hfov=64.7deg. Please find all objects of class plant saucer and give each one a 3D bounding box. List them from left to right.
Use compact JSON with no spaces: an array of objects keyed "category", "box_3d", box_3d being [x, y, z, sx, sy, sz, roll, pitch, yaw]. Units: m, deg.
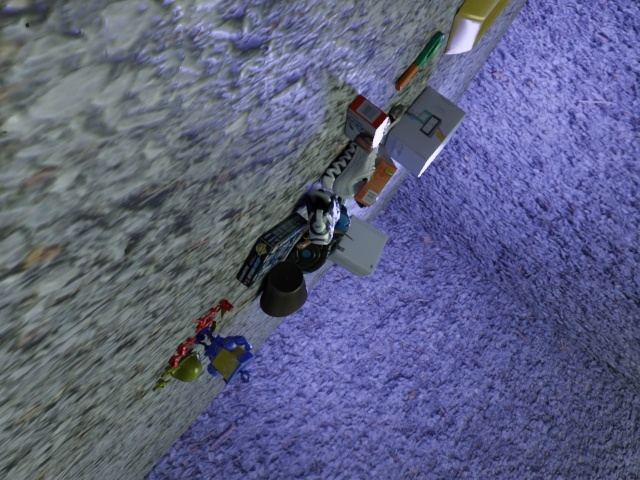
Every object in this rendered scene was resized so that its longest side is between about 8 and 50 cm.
[{"category":"plant saucer","box_3d":[0.566,-0.797,1.692,0.332,0.081,0.333,-51,173,4]}]

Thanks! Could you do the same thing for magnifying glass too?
[{"category":"magnifying glass","box_3d":[0.303,-0.543,1.532,0.231,0.026,0.092,-49,173,-12]}]

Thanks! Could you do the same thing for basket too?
[{"category":"basket","box_3d":[-0.137,0.182,1.938,0.204,0.154,0.227,-26,160,-17]}]

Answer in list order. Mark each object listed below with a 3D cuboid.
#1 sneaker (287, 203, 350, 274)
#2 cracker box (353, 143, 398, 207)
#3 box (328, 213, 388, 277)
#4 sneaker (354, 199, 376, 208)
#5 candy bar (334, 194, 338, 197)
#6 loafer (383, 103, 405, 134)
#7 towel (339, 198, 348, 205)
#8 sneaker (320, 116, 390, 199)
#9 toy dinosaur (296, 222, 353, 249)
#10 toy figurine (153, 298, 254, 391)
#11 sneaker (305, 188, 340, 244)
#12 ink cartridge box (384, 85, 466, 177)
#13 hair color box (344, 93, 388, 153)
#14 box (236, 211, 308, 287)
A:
[{"category":"sneaker","box_3d":[0.000,0.000,1.976,0.341,0.125,0.139,-45,-165,23]},{"category":"cracker box","box_3d":[0.163,-0.230,1.670,0.155,0.067,0.232,-54,-158,23]},{"category":"box","box_3d":[0.145,0.025,2.018,0.181,0.181,0.119,-64,-167,-21]},{"category":"sneaker","box_3d":[0.216,-0.206,2.460,0.130,0.087,0.227,-49,170,-8]},{"category":"candy bar","box_3d":[0.018,-0.119,1.905,0.161,0.018,0.040,-52,177,-1]},{"category":"loafer","box_3d":[0.243,-0.416,1.730,0.125,0.045,0.039,-50,167,10]},{"category":"towel","box_3d":[0.069,-0.064,2.135,0.248,0.038,0.324,-29,140,-74]},{"category":"sneaker","box_3d":[0.129,-0.253,1.541,0.292,0.118,0.110,-53,171,0]},{"category":"toy dinosaur","box_3d":[0.005,-0.030,1.857,0.212,0.112,0.064,-17,-154,18]},{"category":"toy figurine","box_3d":[-0.316,0.382,1.527,0.362,0.217,0.191,-55,172,24]},{"category":"sneaker","box_3d":[0.009,-0.117,1.543,0.235,0.094,0.153,-71,166,-46]},{"category":"ink cartridge box","box_3d":[0.423,-0.444,2.088,0.270,0.197,0.198,-50,172,-10]},{"category":"hair color box","box_3d":[0.116,-0.298,1.314,0.053,0.093,0.167,-50,172,-8]},{"category":"box","box_3d":[-0.141,0.026,1.498,0.175,0.051,0.220,-56,171,34]}]
